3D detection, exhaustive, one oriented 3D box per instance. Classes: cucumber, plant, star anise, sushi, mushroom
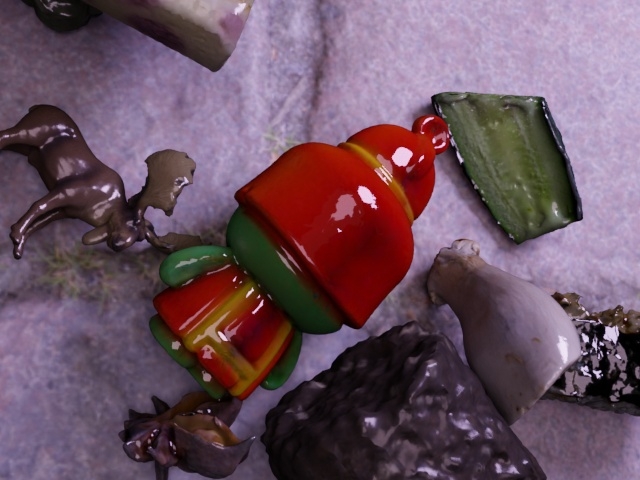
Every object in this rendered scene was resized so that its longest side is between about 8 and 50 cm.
[{"bbox_3d":[0.218,-0.098,0.990,0.115,0.085,0.193,-25,89,29],"label":"cucumber"},{"bbox_3d":[0.102,0.253,0.840,0.213,0.215,0.312,-37,98,-12],"label":"plant"},{"bbox_3d":[-0.149,0.268,0.847,0.218,0.148,0.228,-11,114,-46],"label":"star anise"},{"bbox_3d":[0.297,0.122,0.940,0.212,0.147,0.115,12,81,-6],"label":"sushi"},{"bbox_3d":[0.175,0.076,0.885,0.093,0.225,0.116,20,120,-41],"label":"mushroom"}]

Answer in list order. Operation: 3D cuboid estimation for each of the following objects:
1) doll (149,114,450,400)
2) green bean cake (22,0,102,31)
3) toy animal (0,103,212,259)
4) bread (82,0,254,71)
[{"bbox_3d":[-0.001,0.000,0.877,0.363,0.160,0.183,-45,111,-15],"label":"doll"},{"bbox_3d":[-0.257,-0.328,0.907,0.183,0.094,0.185,-43,93,-16],"label":"green bean cake"},{"bbox_3d":[-0.223,-0.050,0.874,0.186,0.094,0.214,-29,81,-23],"label":"toy animal"},{"bbox_3d":[-0.203,-0.310,0.798,0.338,0.155,0.187,25,88,-15],"label":"bread"}]
